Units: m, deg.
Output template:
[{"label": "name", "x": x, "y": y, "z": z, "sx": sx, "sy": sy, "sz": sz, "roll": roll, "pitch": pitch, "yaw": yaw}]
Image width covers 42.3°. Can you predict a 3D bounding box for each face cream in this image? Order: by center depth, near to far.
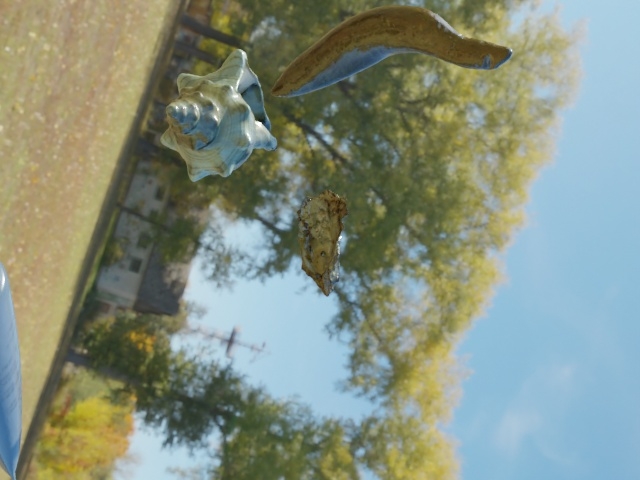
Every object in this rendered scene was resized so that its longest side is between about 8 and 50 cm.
[{"label": "face cream", "x": -0.315, "y": 0.095, "z": 0.753, "sx": 0.385, "sy": 0.086, "sz": 0.136, "roll": 104, "pitch": -30, "yaw": -53}]

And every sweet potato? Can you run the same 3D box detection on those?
[{"label": "sweet potato", "x": 0.092, "y": -0.271, "z": 1.158, "sx": 0.079, "sy": 0.345, "sz": 0.109, "roll": -3, "pitch": 89, "yaw": -69}]

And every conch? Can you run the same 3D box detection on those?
[{"label": "conch", "x": -0.120, "y": -0.144, "z": 0.930, "sx": 0.234, "sy": 0.114, "sz": 0.137, "roll": -69, "pitch": 164, "yaw": -68}]

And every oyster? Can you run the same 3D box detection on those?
[{"label": "oyster", "x": 0.001, "y": 0.000, "z": 1.063, "sx": 0.086, "sy": 0.029, "sz": 0.132, "roll": 16, "pitch": -92, "yaw": 38}]
